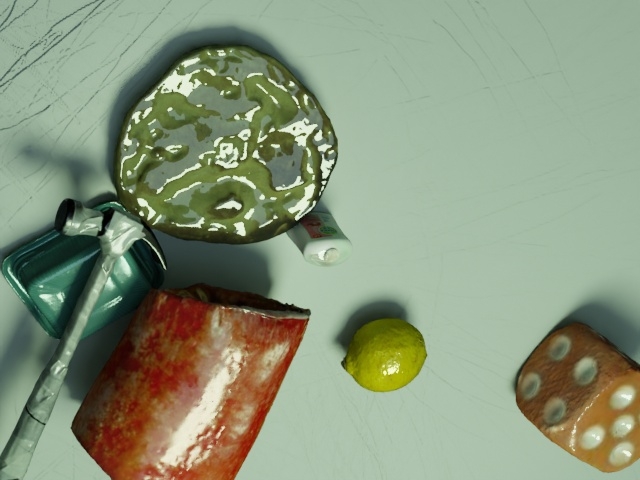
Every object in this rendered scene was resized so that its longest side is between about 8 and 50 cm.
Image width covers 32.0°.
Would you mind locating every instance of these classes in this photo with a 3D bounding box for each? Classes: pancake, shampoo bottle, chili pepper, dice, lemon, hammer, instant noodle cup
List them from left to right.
[{"bbox_3d":[-0.336,0.142,1.422,0.152,0.044,0.427,19,111,-31],"label":"hammer"},{"bbox_3d":[-0.302,0.052,1.449,0.179,0.070,0.157,-30,125,-5],"label":"instant noodle cup"},{"bbox_3d":[-0.178,0.184,1.498,0.251,0.229,0.305,22,96,-30],"label":"chili pepper"},{"bbox_3d":[-0.118,-0.116,1.441,0.294,0.049,0.294,-7,118,-13],"label":"pancake"},{"bbox_3d":[0.000,0.000,1.516,0.072,0.099,0.043,-3,117,-19],"label":"shampoo bottle"},{"bbox_3d":[0.095,0.169,1.636,0.133,0.109,0.109,-8,119,-14],"label":"lemon"},{"bbox_3d":[0.431,0.246,1.771,0.175,0.174,0.179,28,100,-29],"label":"dice"}]
